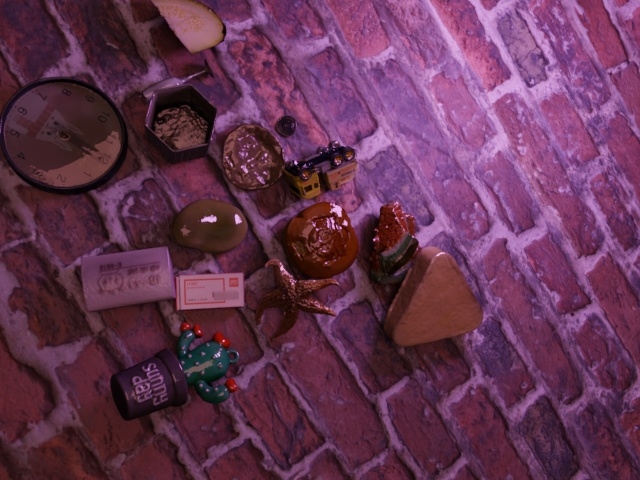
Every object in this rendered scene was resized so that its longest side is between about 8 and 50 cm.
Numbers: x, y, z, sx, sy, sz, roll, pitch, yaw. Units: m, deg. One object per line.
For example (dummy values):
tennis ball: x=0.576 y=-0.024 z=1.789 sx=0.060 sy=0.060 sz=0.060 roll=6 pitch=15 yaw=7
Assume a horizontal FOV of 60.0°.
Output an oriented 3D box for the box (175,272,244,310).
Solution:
box: x=-0.375 y=0.173 z=1.878 sx=0.230 sy=0.050 sz=0.122 roll=-1 pitch=84 yaw=-16

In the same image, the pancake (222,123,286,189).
pancake: x=-0.240 y=-0.289 z=1.966 sx=0.242 sy=0.050 sz=0.241 roll=-1 pitch=93 yaw=-15

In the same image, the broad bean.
broad bean: x=-0.378 y=-0.048 z=1.877 sx=0.263 sy=0.121 sz=0.189 roll=0 pitch=79 yaw=-31

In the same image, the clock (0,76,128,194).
clock: x=-0.821 y=-0.338 z=1.780 sx=0.386 sy=0.076 sz=0.386 roll=2 pitch=84 yaw=-16

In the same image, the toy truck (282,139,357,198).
toy truck: x=0.010 y=-0.244 z=1.995 sx=0.272 sy=0.124 sz=0.157 roll=-27 pitch=125 yaw=-20

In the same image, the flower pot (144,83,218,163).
flower pot: x=-0.460 y=-0.382 z=1.835 sx=0.239 sy=0.189 sz=0.209 roll=43 pitch=75 yaw=-7

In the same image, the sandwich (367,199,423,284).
sandwich: x=0.293 y=-0.001 z=2.038 sx=0.251 sy=0.162 sz=0.301 roll=-13 pitch=91 yaw=-21

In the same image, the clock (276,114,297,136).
clock: x=-0.122 y=-0.422 z=2.032 sx=0.074 sy=0.010 sz=0.083 roll=29 pitch=78 yaw=-12

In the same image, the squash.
squash: x=-0.437 y=-0.759 z=1.899 sx=0.155 sy=0.204 sz=0.236 roll=-33 pitch=94 yaw=6

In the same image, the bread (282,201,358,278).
bread: x=0.000 y=0.000 z=1.955 sx=0.270 sy=0.148 sz=0.269 roll=1 pitch=88 yaw=-17

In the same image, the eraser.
eraser: x=-0.612 y=0.123 z=1.774 sx=0.270 sy=0.095 sz=0.174 roll=-8 pitch=81 yaw=-11

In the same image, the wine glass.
wine glass: x=-0.495 y=-0.540 z=1.905 sx=0.262 sy=0.074 sz=0.074 roll=-30 pitch=94 yaw=-16

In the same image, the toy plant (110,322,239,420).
toy plant: x=-0.440 y=0.431 z=1.762 sx=0.400 sy=0.279 sz=0.185 roll=-17 pitch=127 yaw=-36

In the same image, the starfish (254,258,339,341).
starfish: x=-0.084 y=0.208 z=1.892 sx=0.303 sy=0.060 sz=0.299 roll=-2 pitch=100 yaw=8

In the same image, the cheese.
cheese: x=0.388 y=0.249 z=2.030 sx=0.384 sy=0.104 sz=0.383 roll=-7 pitch=110 yaw=-18
